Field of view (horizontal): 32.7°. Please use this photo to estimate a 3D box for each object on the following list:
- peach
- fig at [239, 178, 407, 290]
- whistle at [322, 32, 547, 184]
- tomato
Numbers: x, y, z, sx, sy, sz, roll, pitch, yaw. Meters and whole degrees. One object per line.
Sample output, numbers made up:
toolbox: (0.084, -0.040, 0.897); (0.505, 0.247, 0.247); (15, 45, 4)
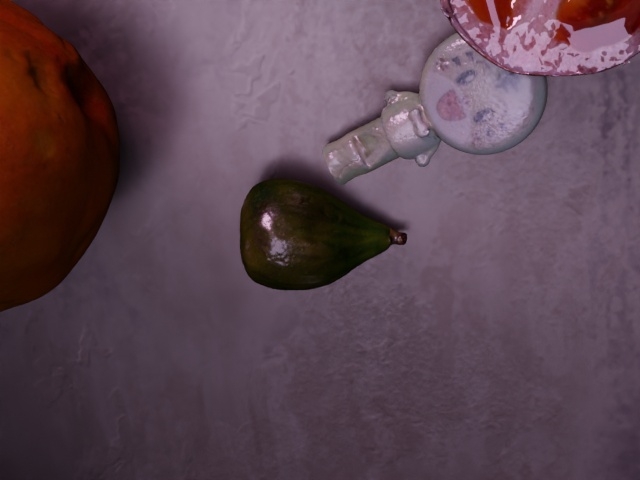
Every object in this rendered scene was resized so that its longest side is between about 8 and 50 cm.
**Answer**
peach: (-0.346, -0.084, 1.021); (0.302, 0.343, 0.342); (-31, 104, 17)
fig: (0.000, 0.000, 1.143); (0.178, 0.117, 0.117); (6, 114, -19)
whistle: (0.120, -0.128, 1.090); (0.258, 0.067, 0.126); (-26, 93, 20)
tomato: (0.214, -0.244, 0.997); (0.228, 0.112, 0.199); (22, 97, 8)
